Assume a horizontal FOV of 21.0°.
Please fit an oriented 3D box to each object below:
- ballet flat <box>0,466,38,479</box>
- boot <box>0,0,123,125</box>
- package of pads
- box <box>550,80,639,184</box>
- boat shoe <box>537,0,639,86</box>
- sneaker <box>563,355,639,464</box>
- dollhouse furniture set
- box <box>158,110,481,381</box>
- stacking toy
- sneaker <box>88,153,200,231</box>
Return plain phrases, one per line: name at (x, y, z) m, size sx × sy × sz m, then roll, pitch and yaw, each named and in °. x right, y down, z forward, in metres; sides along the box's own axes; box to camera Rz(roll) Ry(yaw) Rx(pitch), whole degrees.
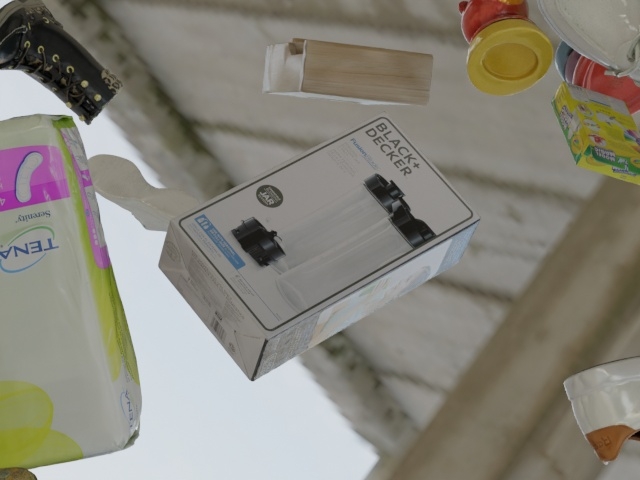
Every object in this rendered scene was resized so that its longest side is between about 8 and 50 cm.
ballet flat at (-0.353, 0.256, 1.190) m, size 0.123 × 0.348 × 0.123 m, roll 52°, pitch 5°, yaw -6°
boot at (-0.352, -0.223, 2.221) m, size 0.178 × 0.085 × 0.236 m, roll 43°, pitch 19°, yaw -6°
package of pads at (-0.284, 0.052, 1.463) m, size 0.101 × 0.229 × 0.296 m, roll -48°, pitch 127°, yaw -84°
box at (0.381, -0.139, 2.321) m, size 0.105 × 0.179 × 0.043 m, roll 16°, pitch -59°, yaw -19°
boat shoe at (0.396, -0.213, 1.936) m, size 0.367 × 0.136 × 0.156 m, roll 34°, pitch 17°, yaw 14°
sneaker at (0.408, 0.173, 1.846) m, size 0.106 × 0.290 × 0.123 m, roll 116°, pitch -40°, yaw -69°
dollhouse furniture set at (0.042, -0.384, 2.298) m, size 0.362 × 0.394 × 0.256 m, roll 5°, pitch 4°, yaw -16°
box at (0.000, 0.000, 1.770) m, size 0.169 × 0.290 × 0.087 m, roll 50°, pitch -32°, yaw 21°
stacking toy at (0.364, -0.317, 2.377) m, size 0.309 × 0.130 × 0.279 m, roll 14°, pitch -50°, yaw -29°
sneaker at (-0.291, -0.060, 2.766) m, size 0.212 × 0.080 × 0.094 m, roll 28°, pitch -31°, yaw 13°
